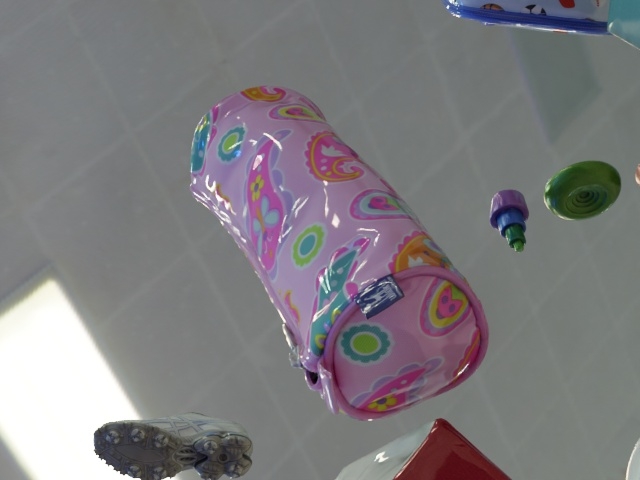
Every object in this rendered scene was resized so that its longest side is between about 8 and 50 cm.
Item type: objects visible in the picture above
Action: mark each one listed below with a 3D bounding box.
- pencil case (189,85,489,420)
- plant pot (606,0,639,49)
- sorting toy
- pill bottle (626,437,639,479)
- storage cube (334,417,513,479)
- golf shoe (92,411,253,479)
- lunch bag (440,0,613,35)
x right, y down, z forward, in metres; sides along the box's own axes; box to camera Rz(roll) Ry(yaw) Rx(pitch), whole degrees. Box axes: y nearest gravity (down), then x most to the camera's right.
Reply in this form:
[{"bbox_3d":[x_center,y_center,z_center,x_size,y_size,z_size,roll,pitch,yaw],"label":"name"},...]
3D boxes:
[{"bbox_3d":[0.000,0.000,0.785,0.124,0.284,0.124,-13,-53,-18],"label":"pencil case"},{"bbox_3d":[0.408,-0.326,1.211,0.165,0.165,0.234,-7,-68,-5],"label":"plant pot"},{"bbox_3d":[0.456,-0.047,1.841,0.127,0.365,0.126,73,-174,-49],"label":"sorting toy"},{"bbox_3d":[0.324,0.167,0.761,0.216,0.121,0.121,-5,-82,-16],"label":"pill bottle"},{"bbox_3d":[0.059,0.244,0.667,0.193,0.215,0.184,42,-115,2],"label":"storage cube"},{"bbox_3d":[-0.163,0.224,1.284,0.176,0.086,0.069,8,-73,-7],"label":"golf shoe"},{"bbox_3d":[0.263,-0.346,1.533,0.243,0.303,0.115,4,-72,-2],"label":"lunch bag"}]
